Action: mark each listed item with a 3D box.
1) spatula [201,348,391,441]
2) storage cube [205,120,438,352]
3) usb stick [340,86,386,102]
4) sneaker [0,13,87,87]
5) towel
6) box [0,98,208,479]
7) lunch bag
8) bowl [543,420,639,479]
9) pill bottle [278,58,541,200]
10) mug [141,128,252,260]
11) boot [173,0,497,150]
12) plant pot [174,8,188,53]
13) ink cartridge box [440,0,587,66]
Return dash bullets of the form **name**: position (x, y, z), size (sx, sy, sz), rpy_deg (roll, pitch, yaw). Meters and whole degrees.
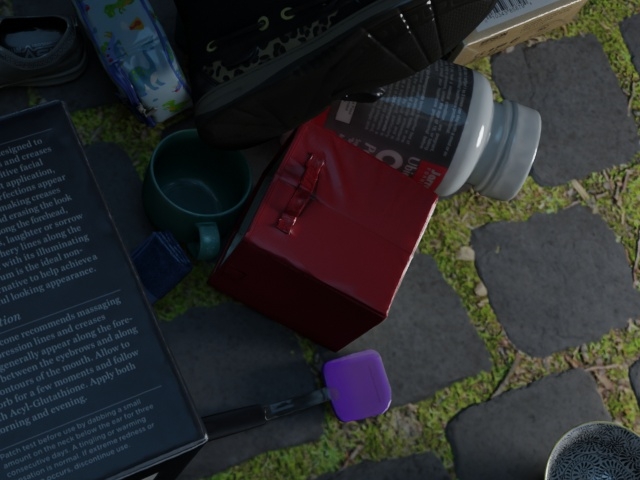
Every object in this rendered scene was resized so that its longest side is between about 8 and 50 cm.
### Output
- **spatula**: position (-0.046, 0.206, 1.413), size (0.296, 0.030, 0.084), rpy_deg (-14, 76, -19)
- **storage cube**: position (0.000, 0.000, 1.408), size (0.193, 0.215, 0.183), rpy_deg (29, 65, -9)
- **usb stick**: position (0.048, -0.296, 1.427), size (0.077, 0.045, 0.278), rpy_deg (7, 66, -10)
- **sneaker**: position (-0.431, -0.238, 1.437), size (0.281, 0.115, 0.105), rpy_deg (-19, 75, -20)
- **towel**: position (-0.214, 0.045, 1.395), size (0.119, 0.029, 0.067), rpy_deg (-40, 83, 18)
- **box**: position (-0.309, 0.103, 1.242), size (0.212, 0.293, 0.395), rpy_deg (-20, 76, -21)
- **lunch bag**: position (-0.244, -0.259, 1.463), size (0.090, 0.176, 0.219), rpy_deg (-28, 79, -2)
- **bowl**: position (0.343, 0.317, 1.443), size (0.170, 0.080, 0.170), rpy_deg (5, 69, -13)
- **pill bottle**: position (0.118, -0.160, 1.514), size (0.319, 0.176, 0.176), rpy_deg (17, 67, -7)
- **mug**: position (-0.163, -0.050, 1.434), size (0.129, 0.097, 0.157), rpy_deg (28, 54, -2)
- **boot**: position (-0.009, -0.299, 1.341), size (0.377, 0.138, 0.284), rpy_deg (-28, 62, 12)
- **plant pot**: position (-0.079, -0.332, 1.544), size (0.166, 0.165, 0.234), rpy_deg (39, 73, 2)
- **ink cartridge box**: position (0.242, -0.377, 1.677), size (0.235, 0.088, 0.193), rpy_deg (-25, 79, -21)
